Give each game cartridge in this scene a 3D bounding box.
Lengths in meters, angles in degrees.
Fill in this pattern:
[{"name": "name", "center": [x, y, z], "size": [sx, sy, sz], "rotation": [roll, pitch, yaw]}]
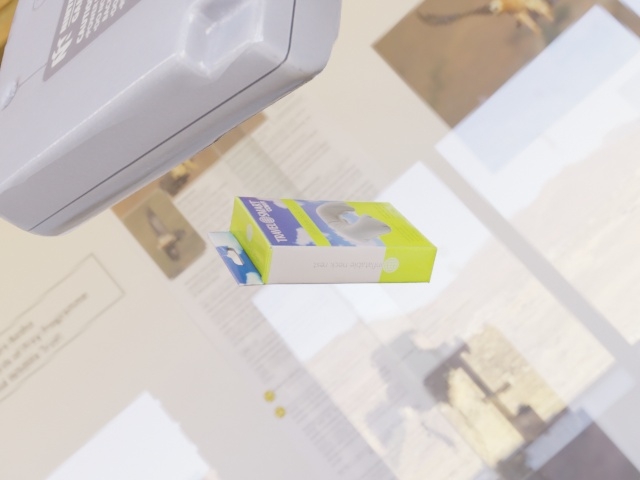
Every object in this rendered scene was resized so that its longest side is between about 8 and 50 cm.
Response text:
[{"name": "game cartridge", "center": [-0.067, -0.153, 0.443], "size": [0.198, 0.062, 0.297], "rotation": [-28, 46, 44]}]

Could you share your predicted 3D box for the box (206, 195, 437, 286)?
[{"name": "box", "center": [0.000, 0.000, 0.862], "size": [0.178, 0.109, 0.042], "rotation": [1, -65, -23]}]
